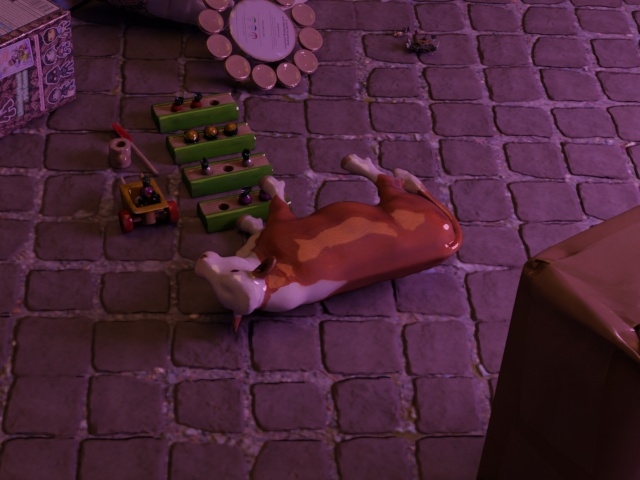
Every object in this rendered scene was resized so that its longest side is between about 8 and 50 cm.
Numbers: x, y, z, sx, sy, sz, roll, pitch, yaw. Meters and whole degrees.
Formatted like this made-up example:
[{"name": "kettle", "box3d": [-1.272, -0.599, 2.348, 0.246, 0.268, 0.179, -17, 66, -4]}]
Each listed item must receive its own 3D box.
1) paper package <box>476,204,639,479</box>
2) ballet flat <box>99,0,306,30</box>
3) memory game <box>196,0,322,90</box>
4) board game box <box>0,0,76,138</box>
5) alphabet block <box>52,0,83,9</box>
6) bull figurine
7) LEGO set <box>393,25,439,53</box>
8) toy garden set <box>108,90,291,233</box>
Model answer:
[{"name": "paper package", "box3d": [0.322, 0.122, 1.201, 0.309, 0.325, 0.168, -23, 49, -27]}, {"name": "ballet flat", "box3d": [-0.119, -0.402, 1.883, 0.483, 0.164, 0.182, -25, 76, -30]}, {"name": "memory game", "box3d": [-0.082, -0.288, 1.782, 0.186, 0.012, 0.186, 10, 64, -22]}, {"name": "board game box", "box3d": [-0.495, -0.224, 1.639, 0.232, 0.141, 0.291, 33, 49, 28]}, {"name": "alphabet block", "box3d": [-0.385, -0.473, 1.891, 0.193, 0.192, 0.197, 29, 47, 22]}, {"name": "bull figurine", "box3d": [0.000, 0.000, 1.471, 0.310, 0.101, 0.188, -9, 42, -15]}, {"name": "LEGO set", "box3d": [0.140, -0.282, 1.859, 0.054, 0.023, 0.083, -8, 31, -17]}, {"name": "toy garden set", "box3d": [-0.171, -0.105, 1.608, 0.204, 0.049, 0.244, -12, 45, -18]}]
